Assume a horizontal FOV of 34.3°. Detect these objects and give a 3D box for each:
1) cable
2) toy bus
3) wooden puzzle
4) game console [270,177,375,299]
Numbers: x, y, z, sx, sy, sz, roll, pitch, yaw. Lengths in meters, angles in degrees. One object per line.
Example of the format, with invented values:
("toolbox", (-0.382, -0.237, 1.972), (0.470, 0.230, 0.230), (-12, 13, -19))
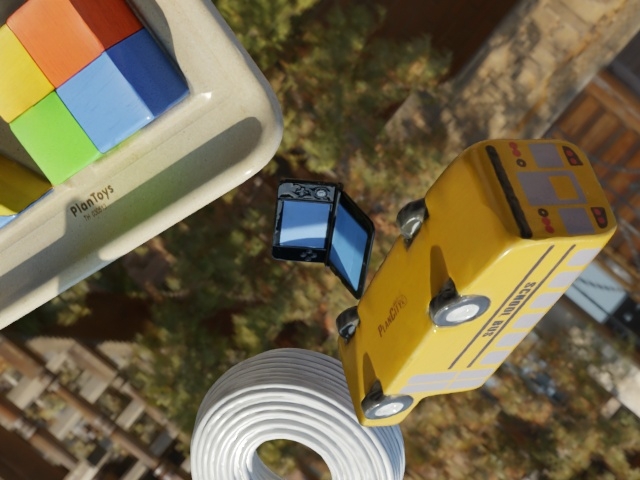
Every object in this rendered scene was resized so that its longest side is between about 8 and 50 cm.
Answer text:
("cable", (-0.032, 0.256, 1.216), (0.257, 0.257, 0.089), (-23, -165, 22))
("toy bus", (0.121, 0.051, 0.942), (0.130, 0.108, 0.333), (-4, 146, -23))
("wooden puzzle", (-0.234, -0.126, 0.646), (0.322, 0.348, 0.080), (-28, -171, 34))
("game console", (0.000, 0.000, 1.155), (0.071, 0.107, 0.122), (-90, -173, -47))
